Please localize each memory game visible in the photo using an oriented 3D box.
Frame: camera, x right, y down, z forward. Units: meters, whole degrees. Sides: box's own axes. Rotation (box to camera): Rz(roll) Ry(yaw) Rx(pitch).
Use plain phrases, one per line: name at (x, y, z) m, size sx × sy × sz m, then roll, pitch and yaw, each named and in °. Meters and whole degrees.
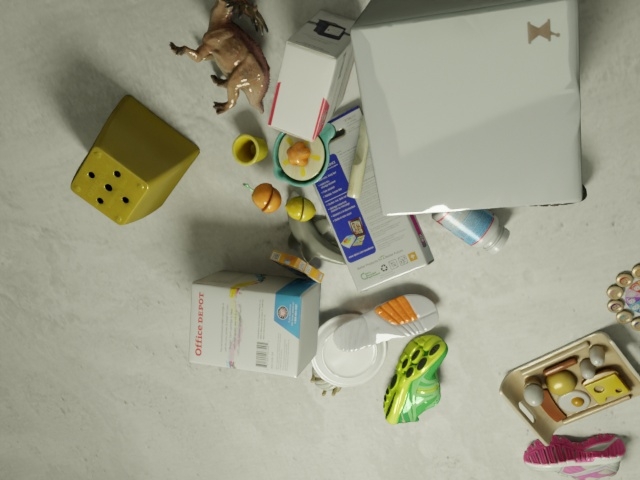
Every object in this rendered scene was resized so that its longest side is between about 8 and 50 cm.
memory game at (0.737, 0.128, 1.581) m, size 0.186 × 0.012 × 0.186 m, roll 7°, pitch 123°, yaw 11°

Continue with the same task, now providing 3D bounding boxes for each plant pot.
plant pot at (-0.438, -0.161, 1.604) m, size 0.212 × 0.187 × 0.212 m, roll 37°, pitch 123°, yaw -10°

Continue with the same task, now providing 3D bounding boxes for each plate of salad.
plate of salad at (0.071, 0.280, 1.810) m, size 0.199 × 0.048 × 0.200 m, roll -2°, pitch 103°, yaw -7°

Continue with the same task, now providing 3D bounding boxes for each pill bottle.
pill bottle at (0.329, -0.040, 1.538) m, size 0.160 × 0.087 × 0.087 m, roll 35°, pitch 123°, yaw -7°

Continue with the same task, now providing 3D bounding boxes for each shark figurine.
shark figurine at (0.013, 0.024, 1.648) m, size 0.278 × 0.116 × 0.166 m, roll 31°, pitch 125°, yaw -3°

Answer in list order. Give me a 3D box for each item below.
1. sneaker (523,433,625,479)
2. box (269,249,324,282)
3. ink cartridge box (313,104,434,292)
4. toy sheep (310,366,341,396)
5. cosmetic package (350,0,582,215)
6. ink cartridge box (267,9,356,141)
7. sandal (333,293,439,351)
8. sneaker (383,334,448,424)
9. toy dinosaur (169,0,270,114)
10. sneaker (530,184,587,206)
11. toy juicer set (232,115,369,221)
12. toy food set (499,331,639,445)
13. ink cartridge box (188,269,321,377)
sneaker at (0.657, 0.578, 1.828) m, size 0.252 × 0.103 × 0.111 m, roll -6°, pitch 118°, yaw 19°
box at (-0.051, 0.066, 1.689) m, size 0.081 × 0.028 × 0.136 m, roll 16°, pitch 166°, yaw 38°
ink cartridge box at (0.093, -0.088, 1.539) m, size 0.175 × 0.069 × 0.371 m, roll -24°, pitch 89°, yaw 26°
toy sheep at (0.017, 0.354, 1.865) m, size 0.091 × 0.091 × 0.132 m, roll -17°, pitch 124°, yaw 23°
cosmetic package at (0.266, -0.283, 1.220) m, size 0.327 × 0.394 × 0.330 m, roll -3°, pitch 119°, yaw 17°
ink cartridge box at (-0.005, -0.323, 1.361) m, size 0.100 × 0.237 × 0.172 m, roll 20°, pitch 124°, yaw 5°
sandal at (0.158, 0.197, 1.736) m, size 0.265 × 0.076 × 0.102 m, roll -19°, pitch 92°, yaw 12°
sneaker at (0.258, 0.355, 1.810) m, size 0.123 × 0.109 × 0.296 m, roll 10°, pitch 125°, yaw -19°
toy dinosaur at (-0.163, -0.383, 1.439) m, size 0.200 × 0.127 × 0.296 m, roll -24°, pitch 118°, yaw 19°
sneaker at (0.410, -0.153, 1.444) m, size 0.281 × 0.106 × 0.163 m, roll 0°, pitch 96°, yaw -5°
toy juicer set at (-0.031, -0.146, 1.507) m, size 0.328 × 0.089 × 0.209 m, roll -7°, pitch 95°, yaw 26°
toy food set at (0.623, 0.371, 1.714) m, size 0.306 × 0.092 × 0.220 m, roll -33°, pitch 108°, yaw 30°
ink cartridge box at (-0.156, 0.192, 1.706) m, size 0.269 × 0.197 × 0.198 m, roll 6°, pitch 99°, yaw 13°
